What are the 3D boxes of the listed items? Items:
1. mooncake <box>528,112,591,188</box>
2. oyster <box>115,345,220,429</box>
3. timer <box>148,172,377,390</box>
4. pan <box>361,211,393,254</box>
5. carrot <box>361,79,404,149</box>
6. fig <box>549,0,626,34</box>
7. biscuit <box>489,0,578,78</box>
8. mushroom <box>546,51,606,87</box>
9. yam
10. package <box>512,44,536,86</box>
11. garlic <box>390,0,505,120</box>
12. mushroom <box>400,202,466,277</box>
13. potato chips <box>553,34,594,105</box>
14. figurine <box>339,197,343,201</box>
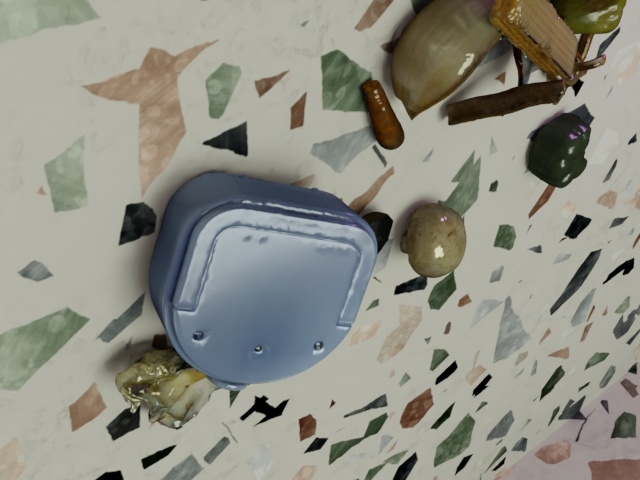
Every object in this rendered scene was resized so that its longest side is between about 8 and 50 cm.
[{"bbox_3d":[0.577,-0.211,2.145,0.175,0.104,0.168,22,99,-56],"label":"mooncake"},{"bbox_3d":[-0.254,0.269,1.706,0.275,0.100,0.271,-26,145,-27],"label":"oyster"},{"bbox_3d":[-0.115,0.080,1.572,0.395,0.173,0.395,-12,120,-22],"label":"timer"},{"bbox_3d":[0.080,-0.015,1.815,0.128,0.048,0.202,-56,158,-4],"label":"pan"},{"bbox_3d":[0.117,-0.231,1.682,0.055,0.055,0.161,-41,142,-11],"label":"carrot"},{"bbox_3d":[0.532,-0.472,1.823,0.165,0.144,0.154,-37,130,-11],"label":"fig"},{"bbox_3d":[0.395,-0.386,1.649,0.378,0.054,0.094,10,92,-61],"label":"biscuit"},{"bbox_3d":[0.557,-0.382,1.978,0.129,0.073,0.088,-11,109,10],"label":"mushroom"},{"bbox_3d":[0.366,-0.273,1.794,0.241,0.057,0.057,-12,146,16],"label":"yam"},{"bbox_3d":[0.411,-0.417,1.787,0.269,0.071,0.194,69,32,-52],"label":"package"},{"bbox_3d":[0.258,-0.377,1.659,0.338,0.151,0.196,-46,167,-22],"label":"garlic"},{"bbox_3d":[0.244,-0.001,1.968,0.166,0.127,0.166,-24,120,-51],"label":"mushroom"},{"bbox_3d":[0.568,-0.398,2.028,0.037,0.026,0.204,-4,126,-41],"label":"potato chips"},{"bbox_3d":[-0.003,-0.004,1.740,0.129,0.109,0.178,17,95,-58],"label":"figurine"}]
